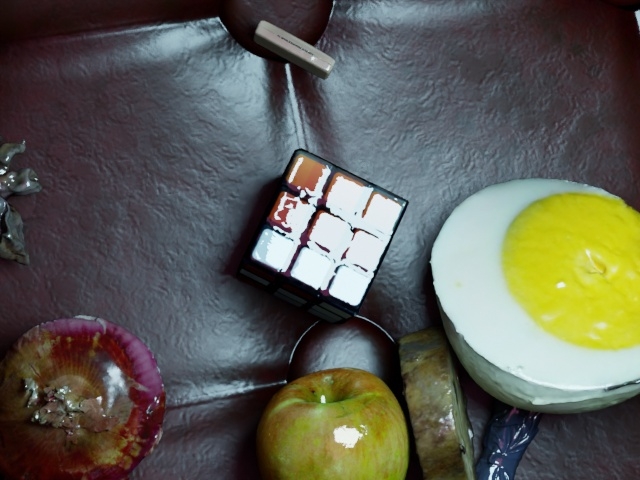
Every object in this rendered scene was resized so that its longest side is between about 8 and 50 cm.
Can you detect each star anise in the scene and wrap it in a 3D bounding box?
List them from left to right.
[{"bbox_3d":[-0.462,-0.065,1.554,0.220,0.099,0.214,7,72,-7],"label":"star anise"}]

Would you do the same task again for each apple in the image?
[{"bbox_3d":[0.016,0.258,1.526,0.196,0.196,0.196,1,82,-8],"label":"apple"}]

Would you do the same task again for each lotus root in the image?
[{"bbox_3d":[0.149,0.231,1.552,0.074,0.170,0.261,-11,65,8],"label":"lotus root"}]

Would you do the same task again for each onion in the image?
[{"bbox_3d":[-0.295,0.199,1.506,0.230,0.163,0.230,4,75,-14],"label":"onion"}]

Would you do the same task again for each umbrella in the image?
[{"bbox_3d":[0.220,0.301,1.613,0.071,0.071,0.248,26,83,-4],"label":"umbrella"}]

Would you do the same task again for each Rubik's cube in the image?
[{"bbox_3d":[0.000,0.000,1.574,0.163,0.162,0.160,26,79,-5],"label":"Rubik's cube"}]

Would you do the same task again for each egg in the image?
[{"bbox_3d":[0.293,0.099,1.578,0.337,0.201,0.337,0,49,0],"label":"egg"}]

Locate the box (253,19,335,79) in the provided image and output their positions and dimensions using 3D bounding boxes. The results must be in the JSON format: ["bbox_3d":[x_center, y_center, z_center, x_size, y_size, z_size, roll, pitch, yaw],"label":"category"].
[{"bbox_3d":[-0.035,-0.254,1.663,0.115,0.048,0.025,29,83,-2],"label":"box"}]
